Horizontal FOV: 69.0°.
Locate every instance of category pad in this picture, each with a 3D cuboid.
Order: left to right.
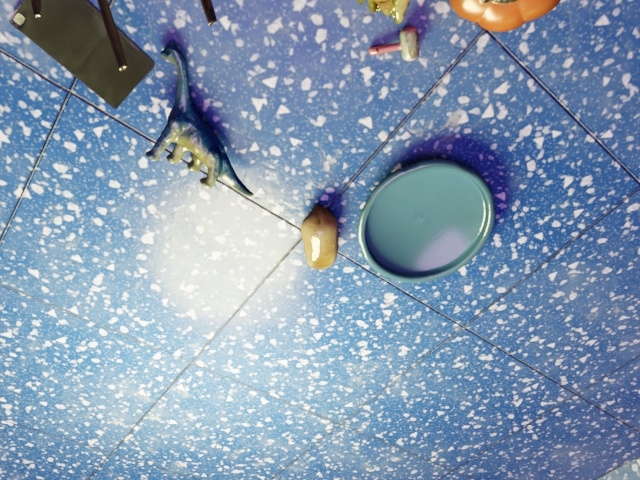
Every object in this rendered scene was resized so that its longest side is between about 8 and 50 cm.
[{"bbox_3d":[-0.378,-0.315,0.747,0.116,0.004,0.193,-37,120,21],"label":"pad"}]

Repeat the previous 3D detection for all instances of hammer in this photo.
[{"bbox_3d":[0.121,-0.319,0.767,0.083,0.031,0.053,-5,124,13],"label":"hammer"}]

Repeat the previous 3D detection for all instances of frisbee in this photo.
[{"bbox_3d":[0.213,-0.038,0.957,0.289,0.049,0.290,-3,123,-5],"label":"frisbee"}]

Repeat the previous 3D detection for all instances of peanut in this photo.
[{"bbox_3d":[0.000,0.000,0.958,0.076,0.076,0.152,-4,124,-1],"label":"peanut"}]

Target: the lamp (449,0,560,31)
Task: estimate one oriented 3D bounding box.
[{"bbox_3d":[0.262,-0.396,0.642,0.187,0.164,0.188,14,139,13],"label":"lamp"}]

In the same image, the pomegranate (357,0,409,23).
[{"bbox_3d":[0.080,-0.408,0.588,0.221,0.204,0.277,-4,125,8],"label":"pomegranate"}]

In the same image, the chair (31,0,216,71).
[{"bbox_3d":[-0.273,-0.402,0.609,0.188,0.166,0.273,-20,82,12],"label":"chair"}]

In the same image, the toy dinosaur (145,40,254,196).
[{"bbox_3d":[-0.193,-0.193,0.812,0.247,0.075,0.188,30,111,-16],"label":"toy dinosaur"}]
